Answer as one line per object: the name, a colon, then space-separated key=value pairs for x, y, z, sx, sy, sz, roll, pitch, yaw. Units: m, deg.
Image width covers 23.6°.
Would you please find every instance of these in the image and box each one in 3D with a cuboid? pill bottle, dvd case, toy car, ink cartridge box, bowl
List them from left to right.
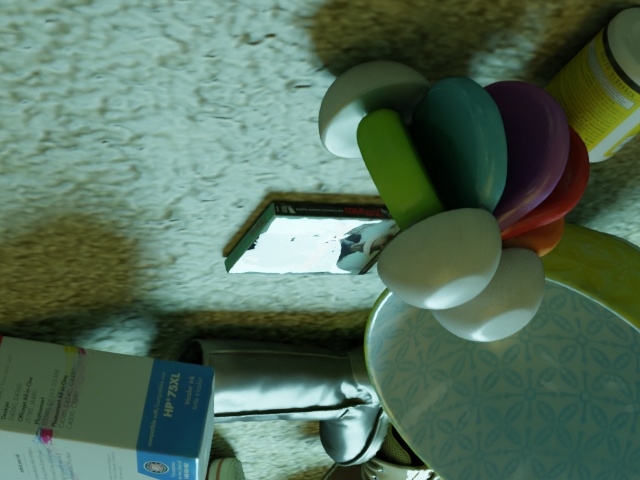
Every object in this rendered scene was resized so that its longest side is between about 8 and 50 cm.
ink cartridge box: x=-0.200 y=0.138 z=1.172 sx=0.231 sy=0.078 sz=0.134 roll=9 pitch=152 yaw=0
dvd case: x=0.000 y=0.000 z=1.123 sx=0.119 sy=0.013 sz=0.087 roll=1 pitch=150 yaw=-31
toy car: x=0.094 y=-0.038 z=0.934 sx=0.136 sy=0.159 sz=0.182 roll=-31 pitch=150 yaw=16
bowl: x=0.195 y=0.082 z=1.194 sx=0.156 sy=0.289 sz=0.289 roll=-51 pitch=179 yaw=-39
pill bottle: x=0.180 y=-0.090 z=0.979 sx=0.065 sy=0.065 sz=0.116 roll=2 pitch=149 yaw=-32

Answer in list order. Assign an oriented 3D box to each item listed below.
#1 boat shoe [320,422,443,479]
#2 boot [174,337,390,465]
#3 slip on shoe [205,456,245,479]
boat shoe: x=0.087 y=0.187 z=1.444 sx=0.116 sy=0.123 sz=0.324 roll=18 pitch=133 yaw=-38
boot: x=-0.036 y=0.142 z=1.318 sx=0.208 sy=0.076 sz=0.190 roll=-8 pitch=140 yaw=-29
slip on shoe: x=-0.124 y=0.309 z=1.568 sx=0.101 sy=0.123 sz=0.331 roll=-4 pitch=157 yaw=-13
